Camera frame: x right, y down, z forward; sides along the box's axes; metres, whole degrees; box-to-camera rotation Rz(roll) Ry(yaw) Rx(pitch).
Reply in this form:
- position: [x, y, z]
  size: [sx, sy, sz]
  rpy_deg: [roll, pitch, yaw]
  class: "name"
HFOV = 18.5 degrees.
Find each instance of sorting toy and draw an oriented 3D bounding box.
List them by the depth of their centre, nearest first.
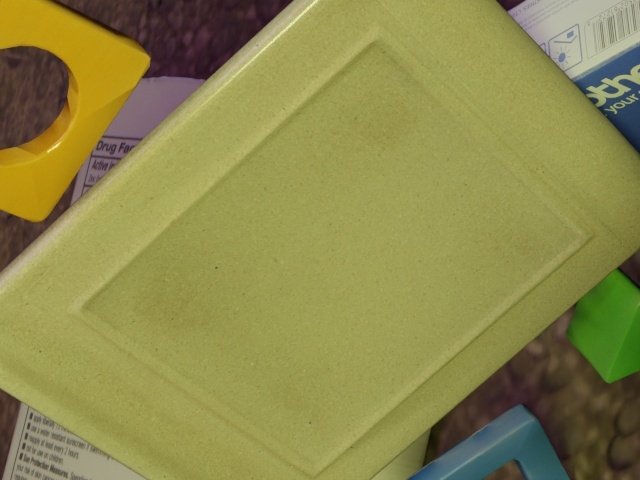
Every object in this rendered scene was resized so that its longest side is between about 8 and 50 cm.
- position: [0.000, 0.000, 0.662]
  size: [0.196, 0.347, 0.047]
  rpy_deg: [-45, 42, 7]
  class: "sorting toy"

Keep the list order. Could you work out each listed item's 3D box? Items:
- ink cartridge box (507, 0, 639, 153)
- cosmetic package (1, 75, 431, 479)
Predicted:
- position: [0.167, -0.087, 0.664]
  size: [0.207, 0.097, 0.046]
  rpy_deg: [-28, 55, 46]
  class: "ink cartridge box"
- position: [-0.045, 0.087, 0.858]
  size: [0.153, 0.129, 0.296]
  rpy_deg: [10, 86, 56]
  class: "cosmetic package"
